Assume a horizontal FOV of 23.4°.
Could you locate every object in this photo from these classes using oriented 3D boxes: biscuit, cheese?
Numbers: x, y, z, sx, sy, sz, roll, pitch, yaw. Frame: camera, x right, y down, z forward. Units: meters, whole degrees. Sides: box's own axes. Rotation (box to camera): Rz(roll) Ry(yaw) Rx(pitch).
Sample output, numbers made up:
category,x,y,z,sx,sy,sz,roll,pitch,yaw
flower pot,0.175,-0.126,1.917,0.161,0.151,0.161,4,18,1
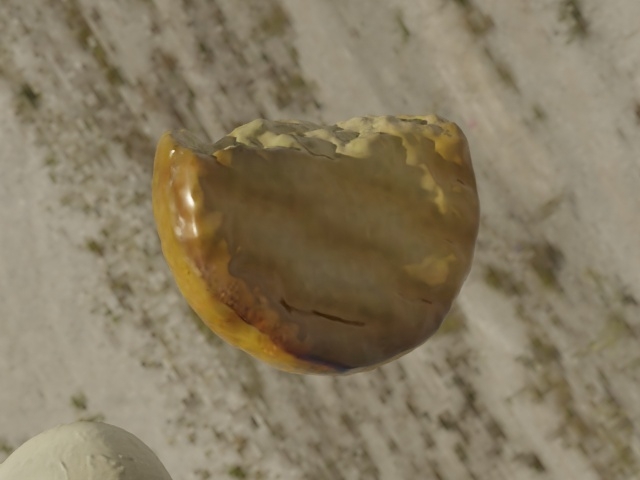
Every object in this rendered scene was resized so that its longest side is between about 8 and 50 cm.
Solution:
category,x,y,z,sx,sy,sz,roll,pitch,yaw
biscuit,-0.001,0.000,1.200,0.091,0.274,0.213,-14,78,56
cheese,-0.208,0.255,1.330,0.154,0.198,0.189,33,-155,-54
